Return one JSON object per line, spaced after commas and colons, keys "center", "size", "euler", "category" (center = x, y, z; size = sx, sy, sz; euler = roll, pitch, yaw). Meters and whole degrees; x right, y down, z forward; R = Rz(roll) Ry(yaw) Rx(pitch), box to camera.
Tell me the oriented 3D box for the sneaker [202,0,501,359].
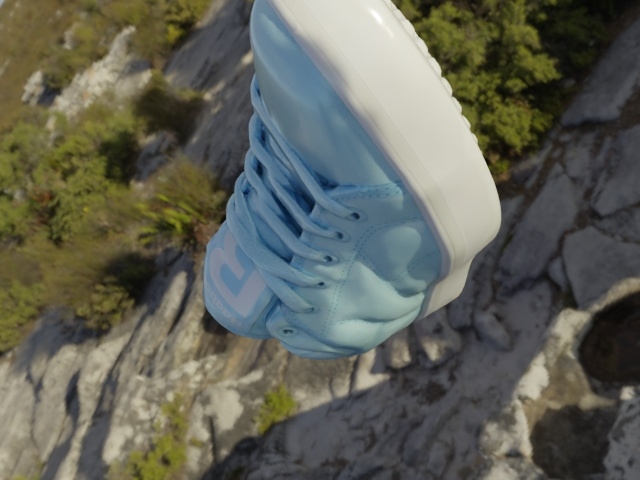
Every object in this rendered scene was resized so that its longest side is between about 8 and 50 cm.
{"center": [0.000, 0.000, 0.455], "size": [0.150, 0.366, 0.135], "euler": [-35, 66, -6], "category": "sneaker"}
